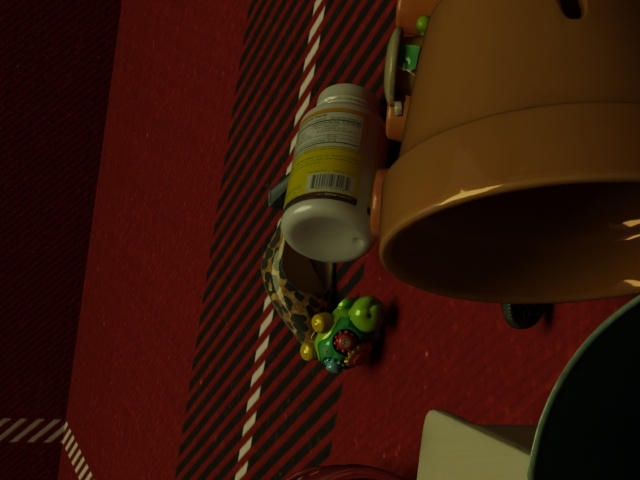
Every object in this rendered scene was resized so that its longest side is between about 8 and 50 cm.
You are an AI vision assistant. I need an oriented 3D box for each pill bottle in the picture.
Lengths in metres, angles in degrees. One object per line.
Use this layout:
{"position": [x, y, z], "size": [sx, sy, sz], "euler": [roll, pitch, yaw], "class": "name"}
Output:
{"position": [0.023, -0.087, 1.570], "size": [0.117, 0.117, 0.215], "euler": [127, 158, -51], "class": "pill bottle"}

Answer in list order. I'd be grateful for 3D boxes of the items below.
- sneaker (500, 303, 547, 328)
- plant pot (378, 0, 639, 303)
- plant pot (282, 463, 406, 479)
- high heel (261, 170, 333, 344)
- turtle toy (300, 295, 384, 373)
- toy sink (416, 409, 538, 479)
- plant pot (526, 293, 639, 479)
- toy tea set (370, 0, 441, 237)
{"position": [0.191, 0.008, 1.288], "size": [0.089, 0.051, 0.170], "euler": [162, 115, -65], "class": "sneaker"}
{"position": [0.188, -0.085, 1.007], "size": [0.291, 0.291, 0.203], "euler": [141, 133, -59], "class": "plant pot"}
{"position": [0.023, 0.344, 1.450], "size": [0.174, 0.191, 0.191], "euler": [169, 104, -74], "class": "plant pot"}
{"position": [0.000, 0.000, 1.691], "size": [0.186, 0.093, 0.261], "euler": [-38, 54, 49], "class": "high heel"}
{"position": [0.038, 0.115, 1.583], "size": [0.066, 0.095, 0.130], "euler": [48, 133, 31], "class": "turtle toy"}
{"position": [0.199, 0.247, 1.121], "size": [0.234, 0.131, 0.152], "euler": [15, 99, 62], "class": "toy sink"}
{"position": [0.284, 0.160, 0.817], "size": [0.195, 0.290, 0.290], "euler": [21, -109, -77], "class": "plant pot"}
{"position": [0.133, -0.135, 1.414], "size": [0.200, 0.124, 0.336], "euler": [-50, -34, -79], "class": "toy tea set"}
